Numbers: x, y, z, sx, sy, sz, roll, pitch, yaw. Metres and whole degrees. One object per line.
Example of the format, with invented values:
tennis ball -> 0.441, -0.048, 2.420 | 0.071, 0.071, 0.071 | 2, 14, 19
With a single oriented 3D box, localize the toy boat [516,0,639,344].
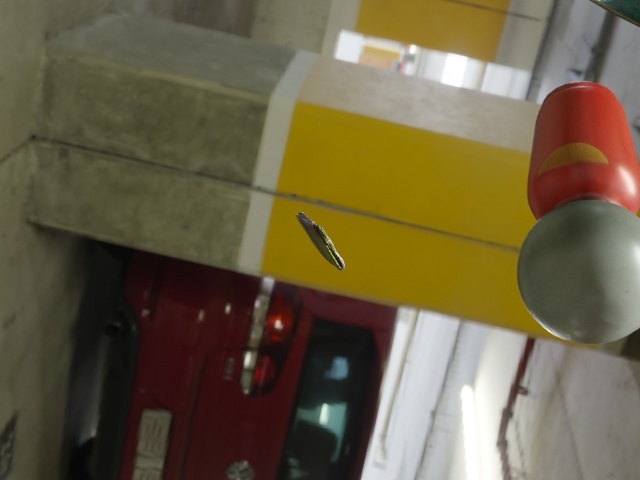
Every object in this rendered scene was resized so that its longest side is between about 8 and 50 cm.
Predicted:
toy boat -> 0.164, -0.093, 0.395 | 0.318, 0.267, 0.148 | 111, -8, -48

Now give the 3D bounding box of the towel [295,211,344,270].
towel -> 0.000, 0.000, 1.048 | 0.009, 0.060, 0.083 | -35, -163, -6
